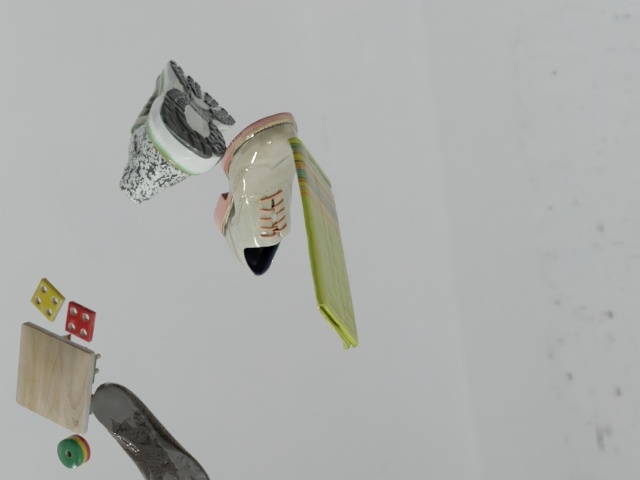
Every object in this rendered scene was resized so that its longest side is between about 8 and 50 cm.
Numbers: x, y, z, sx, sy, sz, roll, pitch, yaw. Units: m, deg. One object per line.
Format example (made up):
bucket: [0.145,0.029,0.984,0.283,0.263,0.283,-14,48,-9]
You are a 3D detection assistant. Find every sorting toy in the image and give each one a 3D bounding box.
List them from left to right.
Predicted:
sorting toy: [-0.374,0.187,1.761,0.132,0.275,0.046,20,-157,26]

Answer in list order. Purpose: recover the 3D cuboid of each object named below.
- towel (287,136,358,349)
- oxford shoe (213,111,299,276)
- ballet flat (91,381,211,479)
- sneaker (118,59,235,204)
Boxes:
towel: [0.000,0.000,1.345,0.021,0.102,0.237,-21,-129,15]
oxford shoe: [-0.089,-0.077,2.109,0.140,0.147,0.397,-19,156,-18]
ballet flat: [-0.226,0.296,1.670,0.084,0.250,0.058,-40,-177,-1]
sneaker: [-0.257,-0.169,1.965,0.182,0.158,0.410,-41,-168,12]
